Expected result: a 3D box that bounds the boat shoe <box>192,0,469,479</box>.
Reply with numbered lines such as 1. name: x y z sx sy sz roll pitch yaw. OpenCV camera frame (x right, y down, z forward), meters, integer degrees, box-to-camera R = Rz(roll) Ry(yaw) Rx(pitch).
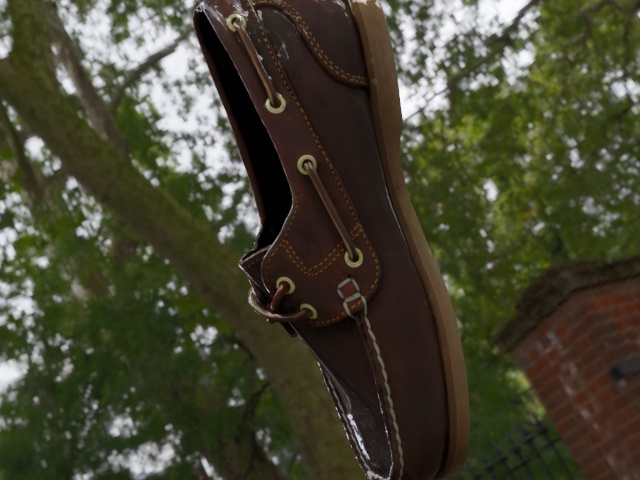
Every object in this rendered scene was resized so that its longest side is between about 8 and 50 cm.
1. boat shoe: 0.000 0.000 0.407 0.073 0.207 0.073 -14 -2 -28
